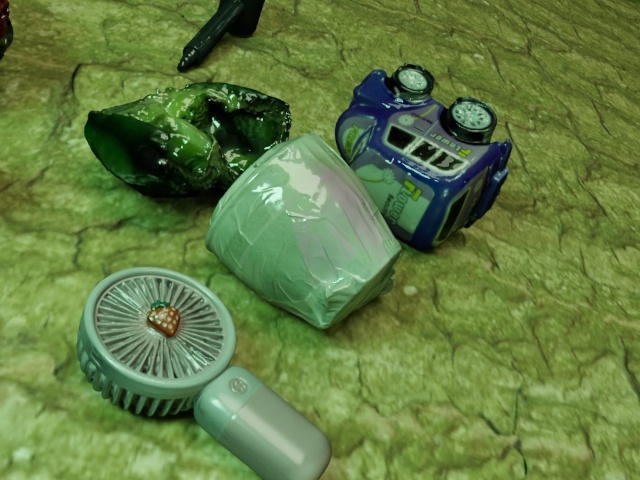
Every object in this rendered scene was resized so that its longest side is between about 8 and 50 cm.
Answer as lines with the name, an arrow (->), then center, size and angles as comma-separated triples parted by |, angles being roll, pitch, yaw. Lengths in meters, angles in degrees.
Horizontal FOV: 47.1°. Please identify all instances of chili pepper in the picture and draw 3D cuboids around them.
chili pepper -> -0.142, -0.107, 0.844 | 0.148, 0.116, 0.264 | 30, 34, 22

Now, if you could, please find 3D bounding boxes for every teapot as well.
teapot -> -0.010, 0.009, 0.773 | 0.163, 0.221, 0.178 | -43, 83, -12

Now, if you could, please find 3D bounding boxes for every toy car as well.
toy car -> 0.111, -0.104, 0.954 | 0.235, 0.172, 0.158 | 36, 51, 18

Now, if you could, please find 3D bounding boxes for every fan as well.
fan -> -0.094, 0.118, 0.618 | 0.244, 0.074, 0.130 | 36, 36, 9

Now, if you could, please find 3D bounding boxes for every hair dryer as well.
hair dryer -> -0.147, -0.335, 1.104 | 0.070, 0.128, 0.255 | 27, 47, -3

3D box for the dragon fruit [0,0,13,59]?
dragon fruit -> -0.430, -0.274, 0.716 | 0.244, 0.244, 0.299 | 34, -1, 8
